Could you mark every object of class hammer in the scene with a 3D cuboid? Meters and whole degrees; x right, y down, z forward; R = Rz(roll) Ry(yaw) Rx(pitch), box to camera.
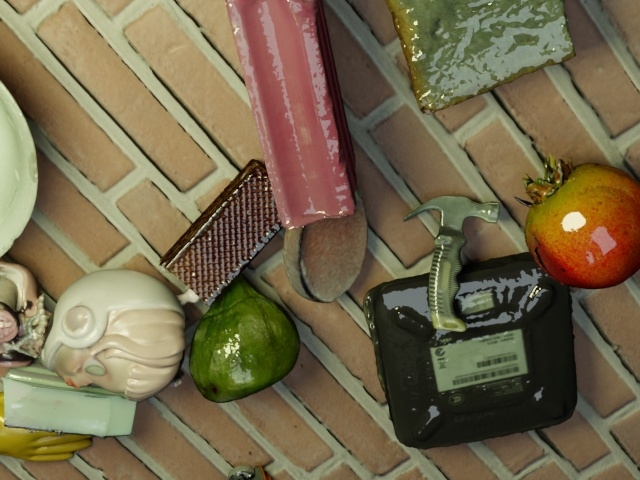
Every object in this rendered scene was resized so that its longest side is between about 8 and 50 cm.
[{"bbox_3d":[0.214,0.038,1.772,0.159,0.041,0.226,4,87,3],"label":"hammer"}]

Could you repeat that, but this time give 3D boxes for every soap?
[{"bbox_3d":[-0.034,-0.230,1.576,0.128,0.233,0.359,-10,117,6],"label":"soap"},{"bbox_3d":[-0.440,0.275,1.857,0.231,0.145,0.091,10,105,-10],"label":"soap"}]

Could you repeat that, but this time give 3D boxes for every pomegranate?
[{"bbox_3d":[0.427,-0.031,1.708,0.210,0.210,0.235,-41,104,17],"label":"pomegranate"}]

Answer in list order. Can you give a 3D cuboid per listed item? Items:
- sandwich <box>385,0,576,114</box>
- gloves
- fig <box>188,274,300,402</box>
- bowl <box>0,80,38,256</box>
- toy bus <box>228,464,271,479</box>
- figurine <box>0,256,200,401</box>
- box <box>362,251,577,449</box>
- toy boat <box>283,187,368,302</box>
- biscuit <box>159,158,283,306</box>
[{"bbox_3d":[0.219,-0.379,1.565,0.262,0.131,0.325,-19,115,9],"label":"sandwich"},{"bbox_3d":[-0.556,0.346,1.941,0.295,0.116,0.133,7,145,-15],"label":"gloves"},{"bbox_3d":[-0.150,0.146,1.806,0.203,0.203,0.235,-22,94,9],"label":"fig"},{"bbox_3d":[-0.630,-0.160,1.612,0.435,0.196,0.434,0,117,-1],"label":"bowl"},{"bbox_3d":[-0.207,0.575,2.037,0.329,0.143,0.153,-34,123,13],"label":"toy bus"},{"bbox_3d":[-0.392,0.138,1.753,0.361,0.253,0.211,14,82,-4],"label":"figurine"},{"bbox_3d":[0.274,0.200,1.884,0.359,0.091,0.350,-11,116,2],"label":"box"},{"bbox_3d":[0.000,0.000,1.766,0.155,0.085,0.227,-24,131,-29],"label":"toy boat"},{"bbox_3d":[-0.151,-0.012,1.740,0.106,0.070,0.252,43,92,-20],"label":"biscuit"}]
